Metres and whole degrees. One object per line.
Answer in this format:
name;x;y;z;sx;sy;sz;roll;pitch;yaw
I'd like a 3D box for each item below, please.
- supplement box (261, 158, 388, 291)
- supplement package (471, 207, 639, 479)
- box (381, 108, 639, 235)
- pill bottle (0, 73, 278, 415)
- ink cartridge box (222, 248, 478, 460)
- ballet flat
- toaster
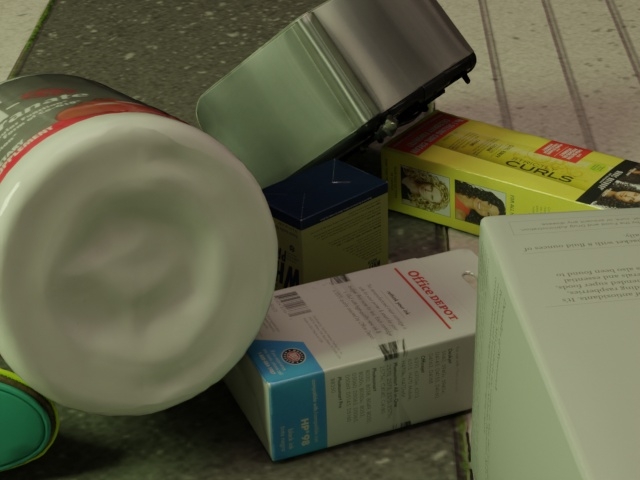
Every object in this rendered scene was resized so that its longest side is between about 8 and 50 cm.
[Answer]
supplement box;0.000;0.000;1.055;0.083;0.083;0.056;-25;36;-35
supplement package;0.184;0.126;0.717;0.177;0.175;0.293;-3;29;-4
box;0.163;-0.036;1.136;0.232;0.058;0.087;18;36;34
pill bottle;-0.162;-0.015;0.974;0.176;0.176;0.318;-14;17;-21
ink cartridge box;0.035;0.068;0.952;0.180;0.060;0.104;-12;30;-17
ballet flat;-0.272;0.104;0.903;0.230;0.077;0.077;-6;15;-4
toaster;0.016;-0.120;1.169;0.185;0.110;0.168;-32;4;45
